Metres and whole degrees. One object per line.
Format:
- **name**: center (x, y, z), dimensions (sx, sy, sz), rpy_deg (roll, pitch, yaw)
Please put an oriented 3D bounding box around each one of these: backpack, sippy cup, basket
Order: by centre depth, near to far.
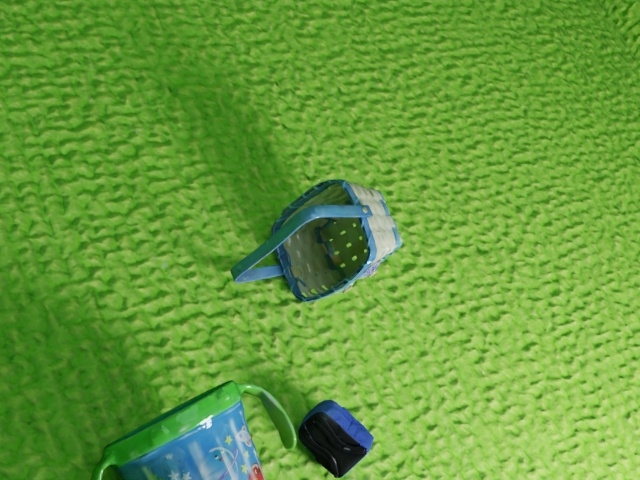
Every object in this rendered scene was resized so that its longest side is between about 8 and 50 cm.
- **sippy cup**: center (-0.191, 0.372, 1.587), dimensions (0.224, 0.305, 0.240), rpy_deg (63, 7, 3)
- **backpack**: center (0.022, 0.348, 1.801), dimensions (0.120, 0.098, 0.101), rpy_deg (41, 20, -2)
- **basket**: center (0.000, 0.000, 1.900), dimensions (0.289, 0.255, 0.201), rpy_deg (-2, 64, -44)
